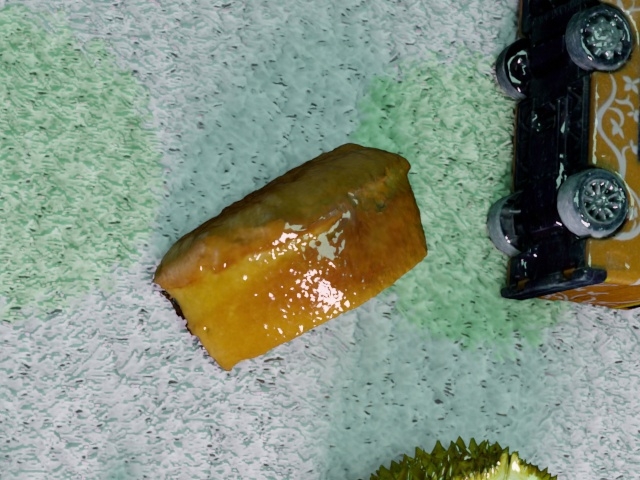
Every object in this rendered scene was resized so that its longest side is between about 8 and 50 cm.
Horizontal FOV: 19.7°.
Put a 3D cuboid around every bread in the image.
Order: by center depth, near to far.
[{"bbox_3d":[0.000,0.001,1.558,0.260,0.134,0.129,-31,94,-25],"label":"bread"}]

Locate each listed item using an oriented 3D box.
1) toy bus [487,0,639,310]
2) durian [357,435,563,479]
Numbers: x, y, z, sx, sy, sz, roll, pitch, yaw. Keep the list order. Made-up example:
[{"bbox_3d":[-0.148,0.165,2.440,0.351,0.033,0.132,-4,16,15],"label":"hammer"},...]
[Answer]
[{"bbox_3d":[0.276,-0.103,1.688,0.194,0.162,0.324,9,78,-23],"label":"toy bus"},{"bbox_3d":[0.100,0.274,1.527,0.237,0.176,0.200,-26,81,-31],"label":"durian"}]
